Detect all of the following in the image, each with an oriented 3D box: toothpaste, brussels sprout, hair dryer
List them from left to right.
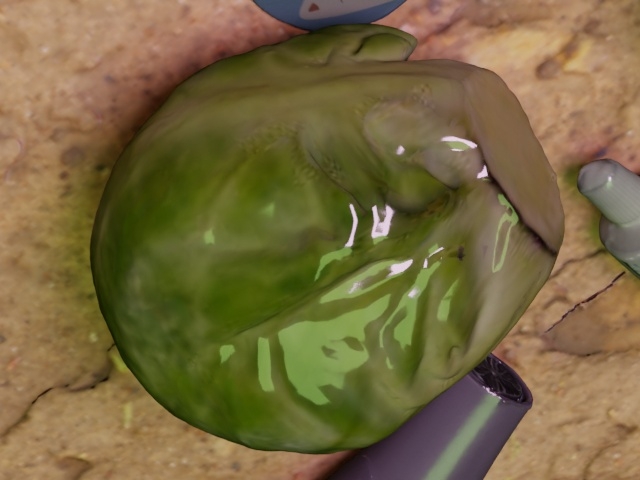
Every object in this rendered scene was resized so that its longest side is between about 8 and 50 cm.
[{"bbox_3d":[0.000,0.000,0.850,0.244,0.244,0.244,-5,128,-6],"label":"brussels sprout"},{"bbox_3d":[0.125,0.238,1.135,0.361,0.121,0.301,22,113,-35],"label":"hair dryer"},{"bbox_3d":[0.292,0.053,1.025,0.098,0.061,0.392,-41,126,21],"label":"toothpaste"}]

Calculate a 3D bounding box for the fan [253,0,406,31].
[{"bbox_3d":[0.036,-0.171,0.840,0.175,0.005,0.113,-20,127,9],"label":"fan"}]
